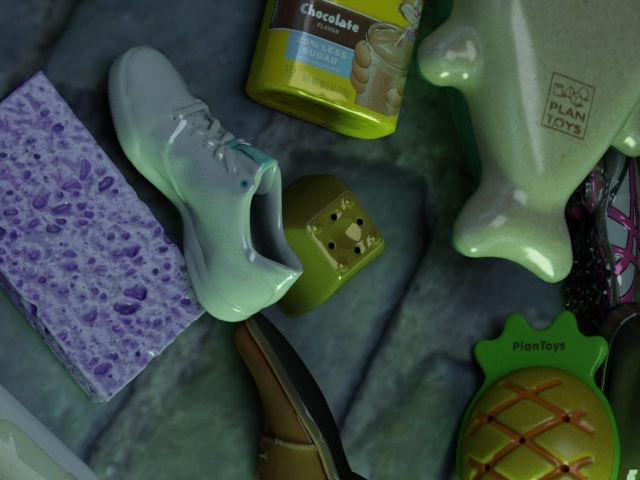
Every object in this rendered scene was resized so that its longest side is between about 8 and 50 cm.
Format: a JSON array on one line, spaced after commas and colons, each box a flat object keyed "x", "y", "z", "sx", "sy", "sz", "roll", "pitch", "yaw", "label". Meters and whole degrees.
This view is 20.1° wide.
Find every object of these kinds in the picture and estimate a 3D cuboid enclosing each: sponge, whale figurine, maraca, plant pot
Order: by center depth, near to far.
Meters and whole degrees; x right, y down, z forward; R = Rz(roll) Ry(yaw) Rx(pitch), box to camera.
[{"x": -0.179, "y": -0.002, "z": 1.277, "sx": 0.117, "sy": 0.031, "sz": 0.210, "roll": -42, "pitch": 102, "yaw": -25, "label": "sponge"}, {"x": 0.000, "y": 0.000, "z": 1.335, "sx": 0.081, "sy": 0.083, "sz": 0.081, "roll": -40, "pitch": 101, "yaw": -24, "label": "plant pot"}, {"x": 0.166, "y": 0.144, "z": 1.386, "sx": 0.127, "sy": 0.099, "sz": 0.185, "roll": -2, "pitch": 70, "yaw": 17, "label": "maraca"}, {"x": 0.156, "y": -0.105, "z": 1.395, "sx": 0.216, "sy": 0.141, "sz": 0.272, "roll": 16, "pitch": 78, "yaw": -24, "label": "whale figurine"}]

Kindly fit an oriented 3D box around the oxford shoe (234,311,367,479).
[{"x": -0.021, "y": 0.153, "z": 1.316, "sx": 0.076, "sy": 0.076, "sz": 0.212, "roll": -26, "pitch": 84, "yaw": 12, "label": "oxford shoe"}]

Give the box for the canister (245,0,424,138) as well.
[{"x": 0.018, "y": -0.175, "z": 1.376, "sx": 0.126, "sy": 0.073, "sz": 0.170, "roll": 18, "pitch": 77, "yaw": -23, "label": "canister"}]

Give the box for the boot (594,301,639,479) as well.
[{"x": 0.256, "y": 0.166, "z": 1.399, "sx": 0.082, "sy": 0.106, "sz": 0.219, "roll": -9, "pitch": 107, "yaw": -19, "label": "boot"}]

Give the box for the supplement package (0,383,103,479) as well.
[{"x": -0.259, "y": 0.190, "z": 1.117, "sx": 0.262, "sy": 0.198, "sz": 0.199, "roll": 46, "pitch": 66, "yaw": -14, "label": "supplement package"}]

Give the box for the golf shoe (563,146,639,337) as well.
[{"x": 0.241, "y": 0.003, "z": 1.461, "sx": 0.086, "sy": 0.067, "sz": 0.186, "roll": -1, "pitch": 84, "yaw": -25, "label": "golf shoe"}]

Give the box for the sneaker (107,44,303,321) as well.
[{"x": -0.073, "y": -0.054, "z": 1.286, "sx": 0.080, "sy": 0.094, "sz": 0.212, "roll": -23, "pitch": 85, "yaw": -47, "label": "sneaker"}]
